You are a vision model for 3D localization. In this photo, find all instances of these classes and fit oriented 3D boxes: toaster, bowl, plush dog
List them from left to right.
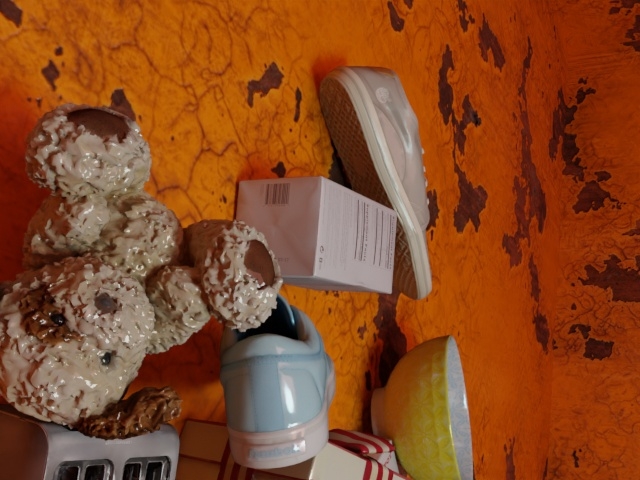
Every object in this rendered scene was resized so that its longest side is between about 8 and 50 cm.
[{"bbox_3d":[-0.232,0.243,0.624,0.168,0.110,0.185,25,68,-56],"label":"toaster"},{"bbox_3d":[-0.200,0.049,0.598,0.262,0.211,0.225,43,45,-18],"label":"plush dog"},{"bbox_3d":[0.181,0.322,1.250,0.289,0.156,0.289,-7,90,-74],"label":"bowl"}]

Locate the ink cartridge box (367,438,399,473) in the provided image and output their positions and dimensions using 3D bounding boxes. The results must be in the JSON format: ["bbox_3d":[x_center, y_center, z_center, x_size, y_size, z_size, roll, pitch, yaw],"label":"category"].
[{"bbox_3d":[0.077,0.459,1.161,0.148,0.086,0.203,-42,123,-52],"label":"ink cartridge box"}]

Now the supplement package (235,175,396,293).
[{"bbox_3d":[0.000,0.000,0.995,0.244,0.139,0.133,18,75,-59],"label":"supplement package"}]

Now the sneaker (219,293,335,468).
[{"bbox_3d":[-0.047,0.122,0.794,0.366,0.135,0.150,-143,-131,-81],"label":"sneaker"}]

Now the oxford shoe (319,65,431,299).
[{"bbox_3d":[0.130,-0.097,1.179,0.130,0.169,0.449,-30,115,-24],"label":"oxford shoe"}]

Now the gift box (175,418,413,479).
[{"bbox_3d":[-0.036,0.353,0.822,0.276,0.255,0.258,40,57,-45],"label":"gift box"}]
